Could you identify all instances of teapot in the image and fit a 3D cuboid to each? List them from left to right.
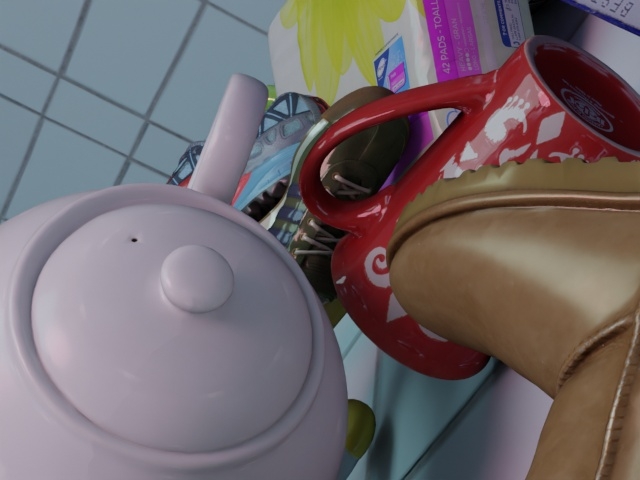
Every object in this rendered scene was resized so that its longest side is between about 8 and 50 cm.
[{"bbox_3d":[-0.085,0.059,0.556,0.252,0.256,0.187,-19,-26,-36],"label":"teapot"}]

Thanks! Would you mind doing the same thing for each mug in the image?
[{"bbox_3d":[0.082,-0.021,0.589,0.169,0.150,0.113,-51,39,34],"label":"mug"}]

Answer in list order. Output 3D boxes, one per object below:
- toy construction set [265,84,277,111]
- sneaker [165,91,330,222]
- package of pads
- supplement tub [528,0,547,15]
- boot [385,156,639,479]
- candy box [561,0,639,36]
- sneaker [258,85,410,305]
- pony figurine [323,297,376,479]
[{"bbox_3d":[0.030,-0.157,1.120,0.215,0.151,0.328,86,-151,-58],"label":"toy construction set"},{"bbox_3d":[-0.074,-0.015,0.833,0.262,0.104,0.125,-32,46,29],"label":"sneaker"},{"bbox_3d":[0.050,-0.119,0.828,0.296,0.101,0.229,141,122,-65],"label":"package of pads"},{"bbox_3d":[0.151,-0.233,0.830,0.106,0.106,0.198,-69,11,-23],"label":"supplement tub"},{"bbox_3d":[0.071,0.102,0.361,0.236,0.089,0.270,-12,50,54],"label":"boot"},{"bbox_3d":[0.113,-0.215,0.531,0.317,0.268,0.122,-83,18,-59],"label":"candy box"},{"bbox_3d":[0.000,0.000,0.695,0.192,0.064,0.086,-50,36,28],"label":"sneaker"},{"bbox_3d":[-0.123,0.225,0.768,0.351,0.303,0.363,-40,10,47],"label":"pony figurine"}]
